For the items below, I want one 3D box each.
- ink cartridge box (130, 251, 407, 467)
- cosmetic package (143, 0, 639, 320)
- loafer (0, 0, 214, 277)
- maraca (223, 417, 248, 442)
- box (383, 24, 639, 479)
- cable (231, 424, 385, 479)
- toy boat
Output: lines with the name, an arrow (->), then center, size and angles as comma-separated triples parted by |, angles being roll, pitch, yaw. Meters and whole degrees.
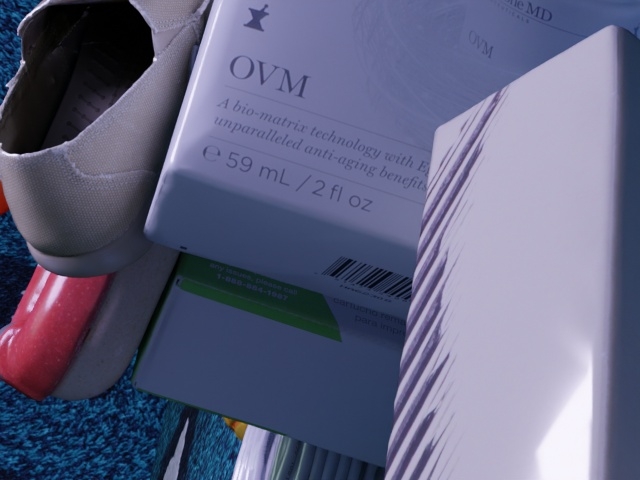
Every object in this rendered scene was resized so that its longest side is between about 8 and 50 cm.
ink cartridge box -> 0.000, 0.000, 0.878 | 0.273, 0.198, 0.114 | -83, 15, -49
cosmetic package -> 0.057, -0.085, 0.608 | 0.138, 0.224, 0.224 | 134, 152, -72
loafer -> -0.101, -0.113, 0.670 | 0.092, 0.102, 0.268 | 65, -149, -58
maraca -> -0.041, 0.153, 1.188 | 0.185, 0.099, 0.127 | 56, 139, 46
box -> 0.089, 0.074, 0.401 | 0.094, 0.113, 0.275 | -29, 37, 42
cable -> -0.015, 0.187, 0.961 | 0.257, 0.089, 0.257 | -139, 67, -81
toy boat -> -0.160, -0.026, 0.760 | 0.231, 0.151, 0.151 | -68, 16, -12
